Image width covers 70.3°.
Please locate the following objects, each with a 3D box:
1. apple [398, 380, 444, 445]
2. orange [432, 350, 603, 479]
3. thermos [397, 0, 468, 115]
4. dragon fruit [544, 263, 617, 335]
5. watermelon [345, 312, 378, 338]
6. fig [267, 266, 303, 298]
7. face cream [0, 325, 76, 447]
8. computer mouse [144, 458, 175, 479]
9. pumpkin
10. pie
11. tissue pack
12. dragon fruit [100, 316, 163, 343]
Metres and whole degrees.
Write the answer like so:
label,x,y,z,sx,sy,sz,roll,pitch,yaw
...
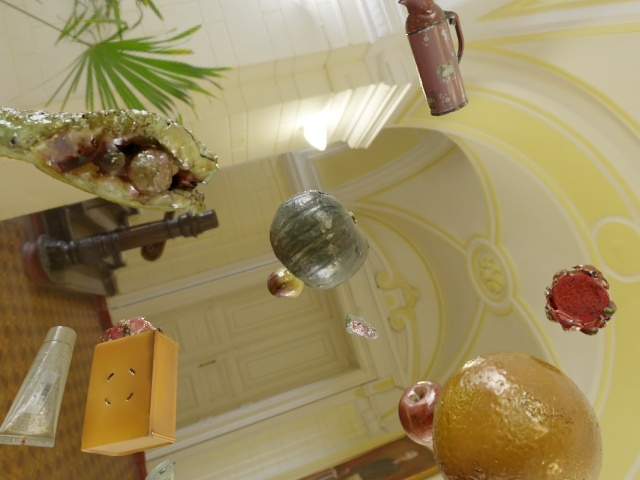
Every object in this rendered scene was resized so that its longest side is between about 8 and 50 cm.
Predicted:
label,x,y,z,sx,sy,sz,roll,pitch,yaw
apple,0.356,0.568,1.492,0.162,0.201,0.201,57,-8,-11
orange,0.320,0.326,0.762,0.274,0.275,0.273,164,-90,-79
thermos,0.316,-0.515,1.222,0.330,0.137,0.109,64,26,-25
dragon fruit,0.574,0.118,1.006,0.133,0.208,0.149,21,-50,23
watermelon,0.158,0.345,1.771,0.139,0.070,0.187,26,-1,27
fig,-0.114,0.166,1.943,0.160,0.231,0.143,34,32,-63
face cream,-0.776,0.403,1.279,0.084,0.138,0.341,-55,-151,36
computer mouse,-0.372,0.544,1.035,0.032,0.110,0.056,36,8,-46
pumpkin,0.000,0.000,1.398,0.291,0.258,0.328,54,5,14
pie,-0.436,-0.173,0.931,0.395,0.419,0.180,41,63,-84
tissue pack,-0.495,0.407,1.213,0.145,0.195,0.274,65,13,-55
dragon fruit,-0.824,0.410,1.932,0.146,0.283,0.211,67,-14,0
